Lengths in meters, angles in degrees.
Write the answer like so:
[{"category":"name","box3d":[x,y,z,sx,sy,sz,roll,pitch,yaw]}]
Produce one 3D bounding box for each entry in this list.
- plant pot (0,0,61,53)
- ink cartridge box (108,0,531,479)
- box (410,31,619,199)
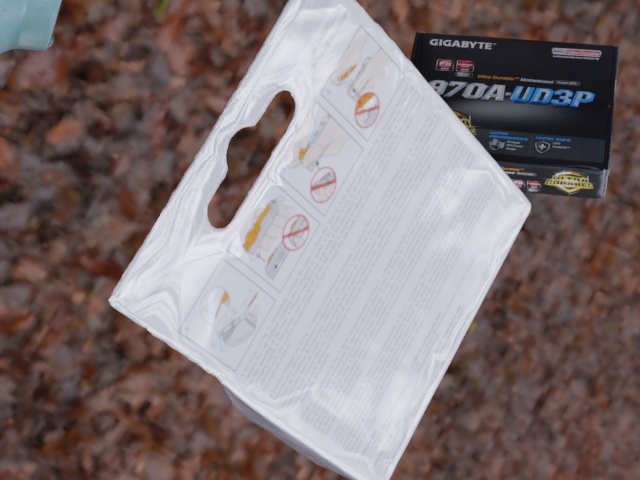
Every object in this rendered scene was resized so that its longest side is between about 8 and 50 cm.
[{"category":"plant pot","box3d":[-0.277,-0.250,1.057,0.293,0.196,0.293,-165,-90,-77]},{"category":"ink cartridge box","box3d":[0.000,0.000,1.172,0.385,0.091,0.308,41,74,-44]},{"category":"box","box3d":[0.197,-0.134,1.478,0.051,0.220,0.175,82,18,-54]}]
